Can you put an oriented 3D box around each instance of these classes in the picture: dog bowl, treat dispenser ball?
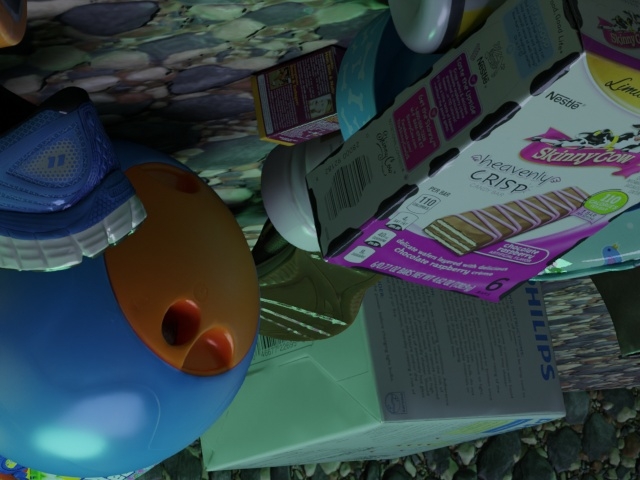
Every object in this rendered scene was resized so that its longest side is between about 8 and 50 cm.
[{"bbox_3d":[0.139,-0.101,1.196,0.297,0.166,0.074,0,177,-35],"label":"dog bowl"},{"bbox_3d":[-0.194,0.055,1.369,0.288,0.288,0.288,-8,168,-2],"label":"treat dispenser ball"}]

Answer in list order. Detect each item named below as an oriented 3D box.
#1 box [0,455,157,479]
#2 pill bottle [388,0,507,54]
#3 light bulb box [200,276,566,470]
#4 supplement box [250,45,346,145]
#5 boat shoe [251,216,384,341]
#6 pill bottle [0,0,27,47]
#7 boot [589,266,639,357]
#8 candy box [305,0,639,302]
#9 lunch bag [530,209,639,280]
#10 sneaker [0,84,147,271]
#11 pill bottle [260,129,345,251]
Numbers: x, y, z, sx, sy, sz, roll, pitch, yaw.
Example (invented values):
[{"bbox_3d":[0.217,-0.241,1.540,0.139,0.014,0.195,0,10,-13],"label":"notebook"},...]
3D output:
[{"bbox_3d":[-0.326,0.149,1.653,0.279,0.177,0.290,25,139,-28],"label":"box"},{"bbox_3d":[0.139,-0.169,0.995,0.184,0.103,0.103,-5,167,-15],"label":"pill bottle"},{"bbox_3d":[0.071,0.169,2.193,0.361,0.225,0.358,3,163,-43],"label":"light bulb box"},{"bbox_3d":[-0.008,-0.112,1.273,0.083,0.055,0.043,-15,167,33],"label":"supplement box"},{"bbox_3d":[0.000,0.000,1.623,0.123,0.123,0.342,21,151,-12],"label":"boat shoe"},{"bbox_3d":[-0.285,-0.127,0.863,0.246,0.130,0.130,-10,167,5],"label":"pill bottle"},{"bbox_3d":[0.297,0.023,1.713,0.248,0.206,0.090,-17,165,34],"label":"boot"},{"bbox_3d":[0.125,-0.056,1.003,0.159,0.071,0.233,14,140,-37],"label":"candy box"},{"bbox_3d":[0.275,-0.065,1.397,0.279,0.108,0.224,-12,-160,28],"label":"lunch bag"},{"bbox_3d":[-0.283,-0.064,1.188,0.330,0.147,0.130,-2,-159,25],"label":"sneaker"},{"bbox_3d":[0.062,-0.067,1.342,0.131,0.131,0.229,4,163,-44],"label":"pill bottle"}]
